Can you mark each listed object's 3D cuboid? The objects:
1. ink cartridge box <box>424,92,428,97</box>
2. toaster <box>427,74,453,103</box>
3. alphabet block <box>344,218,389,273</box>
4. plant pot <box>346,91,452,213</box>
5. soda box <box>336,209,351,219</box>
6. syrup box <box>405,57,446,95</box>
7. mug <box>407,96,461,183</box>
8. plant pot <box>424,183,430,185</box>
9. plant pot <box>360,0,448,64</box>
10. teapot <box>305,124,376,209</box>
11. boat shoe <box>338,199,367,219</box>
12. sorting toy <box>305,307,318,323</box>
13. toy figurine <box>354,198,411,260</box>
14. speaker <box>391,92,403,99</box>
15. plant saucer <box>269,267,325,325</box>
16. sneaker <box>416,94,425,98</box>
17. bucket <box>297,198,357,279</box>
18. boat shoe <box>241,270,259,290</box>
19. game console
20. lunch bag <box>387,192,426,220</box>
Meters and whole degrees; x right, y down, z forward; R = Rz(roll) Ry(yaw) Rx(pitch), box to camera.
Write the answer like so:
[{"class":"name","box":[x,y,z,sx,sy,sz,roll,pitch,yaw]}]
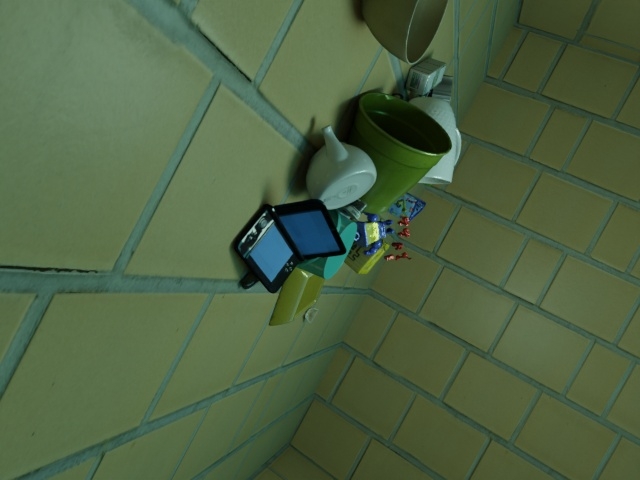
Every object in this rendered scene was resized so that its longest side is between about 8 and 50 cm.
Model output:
[{"class":"ink cartridge box","box":[0.455,-0.527,2.188,0.329,0.072,0.324,-61,178,4]},{"class":"toaster","box":[0.591,-0.731,2.239,0.185,0.110,0.167,86,14,-62]},{"class":"alphabet block","box":[0.189,0.031,2.161,0.193,0.197,0.192,-52,164,10]},{"class":"plant pot","box":[0.234,-0.299,1.674,0.366,0.367,0.352,-39,164,-50]},{"class":"soda box","box":[0.105,-0.147,1.889,0.286,0.091,0.098,-33,147,-56]},{"class":"syrup box","box":[0.474,-0.739,2.003,0.237,0.096,0.093,-43,153,-44]},{"class":"mug","box":[0.475,-0.418,1.920,0.375,0.276,0.327,5,94,-37]},{"class":"plant pot","box":[0.567,-0.448,2.391,0.227,0.228,0.207,-62,-178,-2]},{"class":"plant pot","box":[0.228,-0.675,1.271,0.284,0.191,0.284,-52,159,-29]},{"class":"teapot","box":[0.050,-0.234,1.485,0.253,0.187,0.256,-3,149,-48]},{"class":"boat shoe","box":[0.101,-0.136,1.636,0.070,0.219,0.078,-46,122,-4]},{"class":"sorting toy","box":[-0.056,0.384,2.336,0.083,0.045,0.075,-59,155,-5]},{"class":"toy figurine","box":[0.231,-0.063,1.883,0.218,0.191,0.362,-15,106,-27]},{"class":"speaker","box":[0.317,-0.558,1.913,0.055,0.055,0.136,-50,159,-31]},{"class":"plant saucer","box":[-0.066,0.204,1.970,0.333,0.081,0.332,-28,143,-59]},{"class":"sneaker","box":[0.509,-0.714,2.229,0.098,0.038,0.069,-56,161,-13]},{"class":"bucket","box":[0.000,0.000,1.671,0.281,0.183,0.281,-53,160,-29]},{"class":"boat shoe","box":[-0.215,0.113,1.485,0.125,0.046,0.038,-42,160,-27]},{"class":"game console","box":[-0.084,0.028,1.392,0.250,0.174,0.293,-54,143,-21]},{"class":"lunch bag","box":[0.473,-0.229,2.558,0.293,0.221,0.138,-24,139,-62]}]
